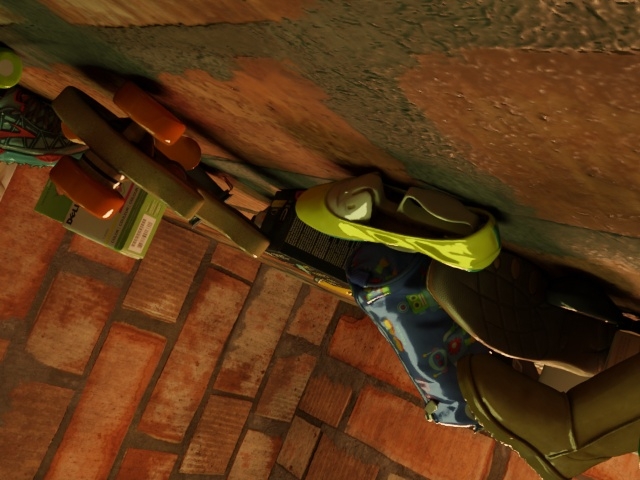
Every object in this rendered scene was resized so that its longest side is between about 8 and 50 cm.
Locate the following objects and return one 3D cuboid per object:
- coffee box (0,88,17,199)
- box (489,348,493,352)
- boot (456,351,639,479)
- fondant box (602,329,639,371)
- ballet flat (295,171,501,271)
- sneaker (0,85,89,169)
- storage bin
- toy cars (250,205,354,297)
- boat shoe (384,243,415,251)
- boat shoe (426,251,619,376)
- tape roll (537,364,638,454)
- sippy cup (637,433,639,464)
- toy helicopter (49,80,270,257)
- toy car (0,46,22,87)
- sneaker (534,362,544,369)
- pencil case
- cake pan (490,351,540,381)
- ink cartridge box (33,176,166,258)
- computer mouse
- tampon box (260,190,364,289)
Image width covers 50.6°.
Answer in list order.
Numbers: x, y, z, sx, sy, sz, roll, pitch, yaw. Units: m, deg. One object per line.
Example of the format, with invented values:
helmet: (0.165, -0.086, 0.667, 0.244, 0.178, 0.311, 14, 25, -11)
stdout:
coffee box: (-0.634, -0.163, 1.224, 0.098, 0.246, 0.141, 16, 172, 43)
box: (0.185, 0.095, 1.138, 0.184, 0.103, 0.261, 29, 175, -3)
boot: (0.325, 0.157, 0.763, 0.236, 0.270, 0.089, 43, -150, -23)
fondant box: (0.554, 0.217, 0.847, 0.330, 0.096, 0.238, 16, 176, 39)
ballet flat: (0.077, -0.033, 0.710, 0.231, 0.077, 0.077, 17, 151, 20)
sneaker: (-0.486, -0.191, 1.123, 0.262, 0.125, 0.104, 0, -151, -4)
storage bin: (-0.208, -0.087, 1.155, 0.091, 0.098, 0.135, 52, 169, -7)
toy cars: (-0.011, 0.014, 1.307, 0.177, 0.087, 0.394, 10, 164, 41)
boat shoe: (0.078, -0.020, 0.856, 0.137, 0.049, 0.043, 22, 177, 25)
boat shoe: (0.253, 0.101, 0.888, 0.324, 0.123, 0.116, 28, 166, -27)
tape roll: (0.525, 0.278, 1.231, 0.246, 0.169, 0.246, 22, 173, 3)
sippy cup: (0.392, 0.185, 0.454, 0.240, 0.224, 0.305, 33, 162, 2)
toy helicopter: (-0.198, -0.079, 0.888, 0.355, 0.140, 0.235, 39, 180, -44)
toy car: (-0.500, -0.185, 0.848, 0.155, 0.188, 0.149, 19, 172, 31)
sneaker: (0.513, 0.259, 1.511, 0.106, 0.078, 0.234, 24, 176, -31)
pencil case: (0.146, 0.128, 0.932, 0.119, 0.133, 0.306, 12, 138, 56)
cake pan: (0.373, 0.262, 1.371, 0.054, 0.293, 0.293, -31, 142, 26)
ink cartridge box: (-0.420, -0.100, 1.264, 0.255, 0.188, 0.097, 22, 174, 13)
computer mouse: (0.361, 0.085, 0.835, 0.242, 0.041, 0.071, 19, 176, -37)
tampon box: (0.000, 0.000, 1.038, 0.161, 0.101, 0.120, 27, 172, -24)
